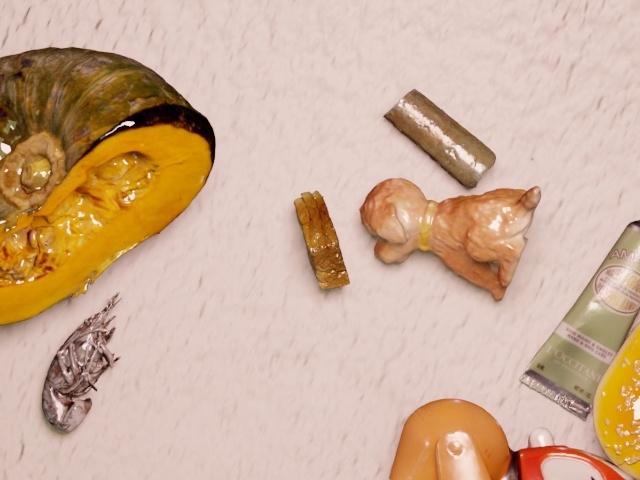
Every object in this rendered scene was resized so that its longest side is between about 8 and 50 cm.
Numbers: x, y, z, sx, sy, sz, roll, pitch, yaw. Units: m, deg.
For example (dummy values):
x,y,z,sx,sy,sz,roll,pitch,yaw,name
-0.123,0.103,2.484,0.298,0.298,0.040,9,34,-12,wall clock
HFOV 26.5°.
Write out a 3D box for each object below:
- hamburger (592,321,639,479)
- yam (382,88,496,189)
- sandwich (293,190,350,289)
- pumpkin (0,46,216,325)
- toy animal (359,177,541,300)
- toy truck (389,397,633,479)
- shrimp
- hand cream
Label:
x,y,z,sx,sy,sz,roll,pitch,yaw,name
0.391,0.171,1.463,0.173,0.116,0.210,34,82,5,hamburger
0.135,-0.115,1.526,0.132,0.054,0.054,40,84,5,yam
0.000,0.000,1.501,0.035,0.093,0.105,-17,51,-2,sandwich
-0.282,-0.081,1.458,0.325,0.242,0.232,-34,56,0,pumpkin
0.137,-0.034,1.458,0.185,0.184,0.104,23,58,9,toy animal
0.212,0.268,1.417,0.264,0.189,0.239,-14,78,3,toy truck
-0.257,0.130,1.488,0.065,0.056,0.165,31,94,18,shrimp
0.318,0.078,1.508,0.086,0.055,0.235,32,91,5,hand cream
